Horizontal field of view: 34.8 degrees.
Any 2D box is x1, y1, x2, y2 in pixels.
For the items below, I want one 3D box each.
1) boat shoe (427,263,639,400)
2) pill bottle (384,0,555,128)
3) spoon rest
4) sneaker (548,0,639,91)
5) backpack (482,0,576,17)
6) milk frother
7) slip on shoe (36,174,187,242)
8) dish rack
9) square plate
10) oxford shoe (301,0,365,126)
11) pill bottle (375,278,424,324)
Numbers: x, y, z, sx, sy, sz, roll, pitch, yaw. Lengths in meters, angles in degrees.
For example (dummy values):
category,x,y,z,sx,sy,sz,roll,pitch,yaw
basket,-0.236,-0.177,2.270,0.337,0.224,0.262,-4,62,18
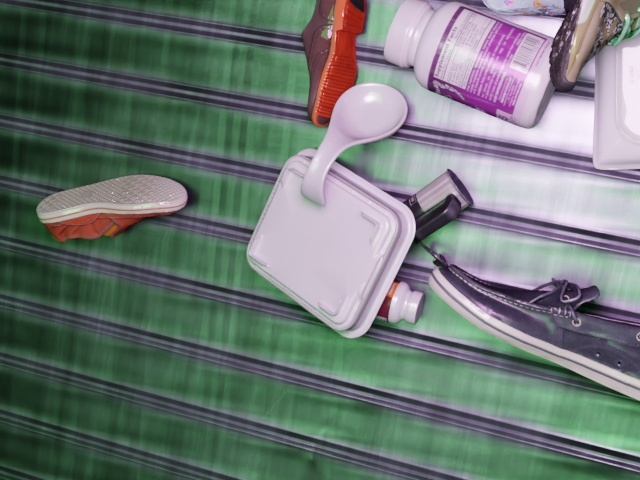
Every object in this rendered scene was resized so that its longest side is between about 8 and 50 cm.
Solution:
category,x,y,z,sx,sy,sz,roll,pitch,yaw
boat shoe,0.437,0.141,1.841,0.500,0.187,0.156,23,98,9
pill bottle,0.275,-0.329,1.841,0.302,0.169,0.169,25,103,14
spoon rest,0.058,-0.194,1.917,0.137,0.084,0.276,28,69,20
sneaker,0.528,-0.396,1.692,0.182,0.158,0.410,33,75,7
backpack,0.374,-0.468,1.822,0.182,0.115,0.151,-1,98,21
milk frother,0.234,-0.035,1.936,0.135,0.129,0.143,-36,128,19
slip on shoe,-0.429,-0.062,2.143,0.331,0.123,0.101,-9,125,14
dish rack,0.000,0.000,1.961,0.333,0.072,0.285,34,105,33
square plate,0.652,-0.298,1.785,0.344,0.049,0.347,0,96,18
oxford shoe,0.011,-0.356,1.976,0.098,0.097,0.271,17,95,33
pill bottle,0.120,0.112,1.984,0.152,0.086,0.086,15,101,15
